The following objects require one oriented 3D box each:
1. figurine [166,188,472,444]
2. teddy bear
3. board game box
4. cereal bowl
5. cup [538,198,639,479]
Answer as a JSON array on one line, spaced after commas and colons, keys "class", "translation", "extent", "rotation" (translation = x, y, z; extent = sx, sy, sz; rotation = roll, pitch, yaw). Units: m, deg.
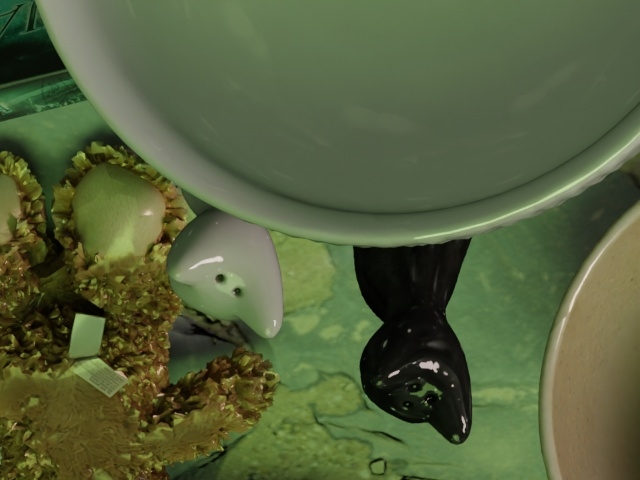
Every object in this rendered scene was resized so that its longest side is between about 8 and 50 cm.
[{"class": "figurine", "translation": [0.000, 0.000, 0.957], "extent": [0.215, 0.209, 0.092], "rotation": [29, 125, -23]}, {"class": "teddy bear", "translation": [-0.160, 0.078, 1.109], "extent": [0.245, 0.113, 0.338], "rotation": [-19, 121, 7]}, {"class": "board game box", "translation": [-0.127, -0.122, 0.904], "extent": [0.186, 0.126, 0.026], "rotation": [-13, 133, 10]}, {"class": "cereal bowl", "translation": [0.039, -0.165, 0.766], "extent": [0.339, 0.141, 0.338], "rotation": [0, 89, 15]}, {"class": "cup", "translation": [0.319, 0.127, 1.038], "extent": [0.331, 0.331, 0.237], "rotation": [-15, 157, 12]}]
